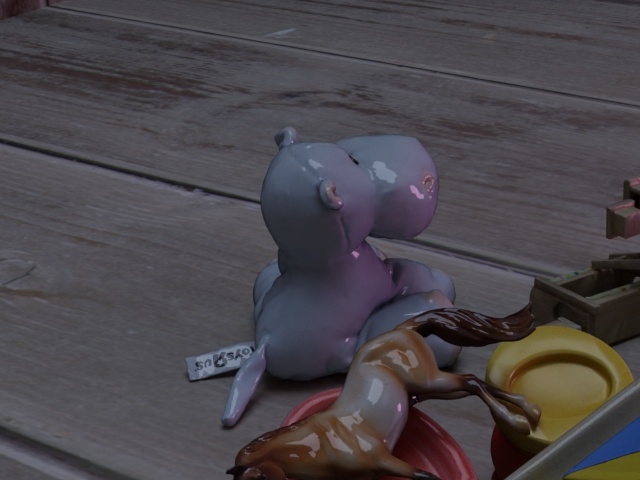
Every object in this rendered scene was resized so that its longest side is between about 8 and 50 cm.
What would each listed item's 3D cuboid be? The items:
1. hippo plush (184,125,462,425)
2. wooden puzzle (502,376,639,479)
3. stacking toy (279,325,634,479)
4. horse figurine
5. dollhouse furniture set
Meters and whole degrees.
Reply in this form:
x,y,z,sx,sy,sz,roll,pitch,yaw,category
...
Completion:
x,y,z,sx,sy,sz,roll,pitch,yaw,category
0.000,0.000,1.563,0.294,0.236,0.234,-11,25,-19,hippo plush
0.210,0.225,0.985,0.322,0.080,0.348,-35,34,-11,wooden puzzle
0.124,0.231,1.238,0.309,0.130,0.279,-12,51,-15,stacking toy
0.063,0.135,1.190,0.174,0.066,0.263,28,54,11,horse figurine
0.253,0.024,1.578,0.182,0.161,0.101,-15,26,-30,dollhouse furniture set
